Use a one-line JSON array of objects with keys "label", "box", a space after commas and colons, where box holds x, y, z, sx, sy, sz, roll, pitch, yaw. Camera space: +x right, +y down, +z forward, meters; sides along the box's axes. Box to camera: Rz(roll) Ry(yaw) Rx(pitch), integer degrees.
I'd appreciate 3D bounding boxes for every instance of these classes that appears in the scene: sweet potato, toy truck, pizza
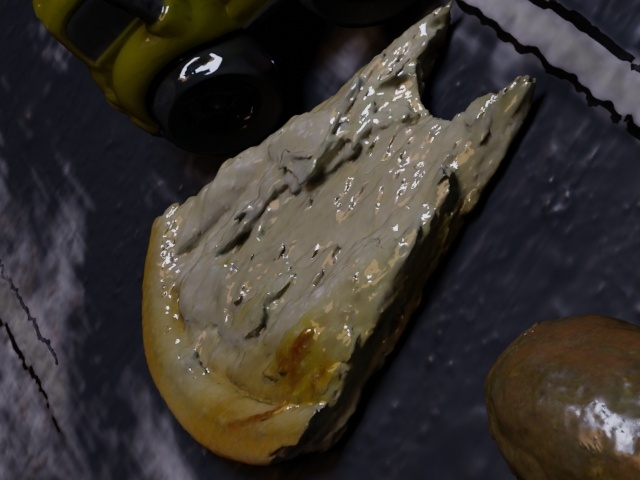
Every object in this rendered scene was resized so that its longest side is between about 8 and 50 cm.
[{"label": "sweet potato", "box": [0.150, 0.087, 0.480, 0.273, 0.075, 0.075, 27, 96, 47]}, {"label": "toy truck", "box": [-0.059, -0.158, 0.751, 0.224, 0.165, 0.147, -42, 47, 32]}, {"label": "pizza", "box": [0.000, 0.000, 0.719, 0.262, 0.034, 0.181, -43, 45, 29]}]
